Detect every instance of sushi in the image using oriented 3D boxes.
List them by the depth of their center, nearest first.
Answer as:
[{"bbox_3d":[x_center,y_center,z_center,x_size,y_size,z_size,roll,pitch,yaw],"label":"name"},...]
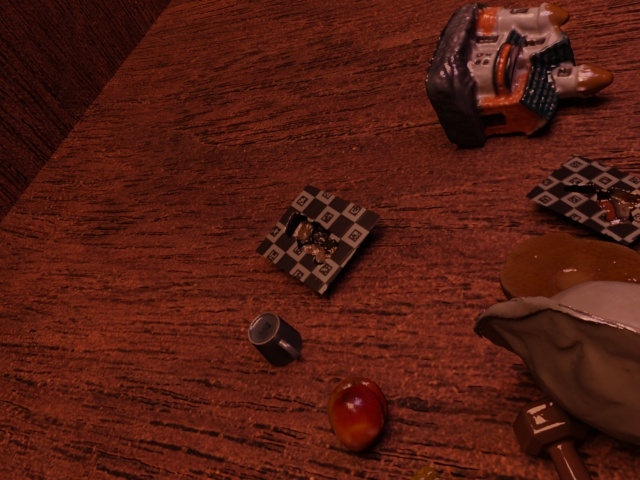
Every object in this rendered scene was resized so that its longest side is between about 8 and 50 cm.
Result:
[{"bbox_3d":[0.454,-0.064,0.935,0.139,0.031,0.201,-36,42,-14],"label":"sushi"},{"bbox_3d":[0.000,0.000,1.168,0.215,0.050,0.192,29,76,40],"label":"sushi"}]

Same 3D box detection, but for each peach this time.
[{"bbox_3d":[0.057,0.266,0.874,0.100,0.101,0.101,-18,46,20],"label":"peach"}]

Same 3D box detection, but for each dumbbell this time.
[{"bbox_3d":[0.311,0.301,0.677,0.092,0.082,0.231,-27,43,13],"label":"dumbbell"}]

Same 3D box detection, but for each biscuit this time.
[{"bbox_3d":[0.369,0.060,0.843,0.208,0.049,0.181,15,45,45],"label":"biscuit"}]

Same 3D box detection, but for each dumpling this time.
[{"bbox_3d":[0.320,0.126,0.632,0.341,0.259,0.182,-118,49,-70],"label":"dumpling"}]

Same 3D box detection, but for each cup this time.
[{"bbox_3d":[-0.078,0.182,1.042,0.100,0.077,0.078,23,69,43],"label":"cup"}]

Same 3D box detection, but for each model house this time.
[{"bbox_3d":[0.393,-0.334,1.094,0.300,0.190,0.272,8,57,37],"label":"model house"}]

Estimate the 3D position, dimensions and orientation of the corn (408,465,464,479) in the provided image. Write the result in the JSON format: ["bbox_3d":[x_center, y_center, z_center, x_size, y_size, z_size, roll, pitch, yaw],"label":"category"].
[{"bbox_3d":[0.086,0.447,0.679,0.120,0.120,0.363,12,57,40],"label":"corn"}]
